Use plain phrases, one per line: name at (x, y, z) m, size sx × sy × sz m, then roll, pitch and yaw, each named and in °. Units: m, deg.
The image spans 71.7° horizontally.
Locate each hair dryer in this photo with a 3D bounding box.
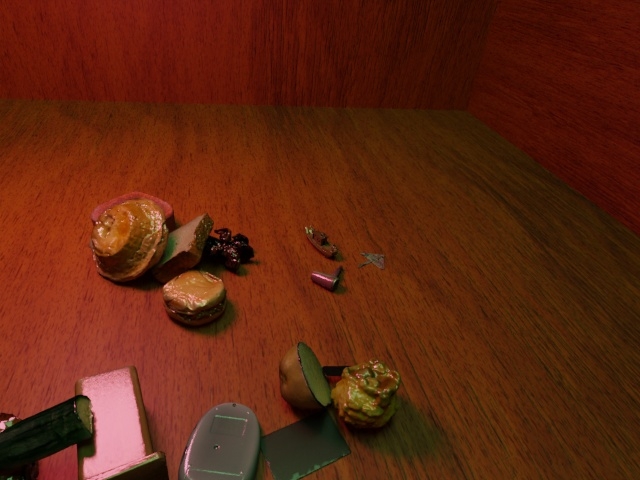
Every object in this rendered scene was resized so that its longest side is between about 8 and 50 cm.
hair dryer at (0.044, 0.134, 1.710) m, size 0.106 × 0.054 × 0.154 m, roll 22°, pitch 27°, yaw 28°

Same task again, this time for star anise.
star anise at (-0.368, 0.023, 1.719) m, size 0.220 × 0.126 × 0.190 m, roll 19°, pitch 40°, yaw 12°

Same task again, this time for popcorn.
popcorn at (0.126, 0.419, 1.218) m, size 0.197 × 0.156 × 0.198 m, roll -6°, pitch 36°, yaw 4°

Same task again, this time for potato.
potato at (-0.059, 0.397, 1.239) m, size 0.117 × 0.182 × 0.202 m, roll -27°, pitch 47°, yaw 6°

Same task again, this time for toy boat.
toy boat at (0.000, 0.000, 1.859) m, size 0.064 × 0.072 × 0.206 m, roll -16°, pitch 42°, yaw -32°

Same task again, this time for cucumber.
cucumber at (-0.609, 0.410, 0.941) m, size 0.243 × 0.063 × 0.115 m, roll -26°, pitch 35°, yaw -4°

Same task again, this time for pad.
pad at (-0.042, 0.533, 1.152) m, size 0.211 × 0.003 × 0.143 m, roll -13°, pitch 39°, yaw -26°

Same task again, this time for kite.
kite at (0.211, 0.084, 1.833) m, size 0.156 × 0.011 × 0.139 m, roll -21°, pitch 42°, yaw -35°

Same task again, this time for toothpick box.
toothpick box at (-0.474, 0.465, 1.027) m, size 0.190 × 0.188 × 0.308 m, roll -13°, pitch 36°, yaw -25°

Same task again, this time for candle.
candle at (-0.765, -0.114, 1.841) m, size 0.316 × 0.132 × 0.287 m, roll -2°, pitch 33°, yaw -15°

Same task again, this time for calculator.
calculator at (-0.244, 0.529, 1.086) m, size 0.185 × 0.042 × 0.299 m, roll 8°, pitch 33°, yaw 1°

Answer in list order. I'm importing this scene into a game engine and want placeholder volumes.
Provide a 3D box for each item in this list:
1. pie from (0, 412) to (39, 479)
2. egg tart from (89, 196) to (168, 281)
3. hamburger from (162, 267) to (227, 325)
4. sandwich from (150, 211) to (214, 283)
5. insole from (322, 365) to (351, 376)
pie at (-0.780, 0.524, 0.949) m, size 0.288 × 0.103 × 0.355 m, roll -8°, pitch 42°, yaw -21°
egg tart at (-0.704, -0.014, 1.583) m, size 0.340 × 0.129 × 0.342 m, roll -6°, pitch 72°, yaw 18°
hamburger at (-0.418, 0.189, 1.484) m, size 0.213 × 0.108 × 0.214 m, roll 6°, pitch 34°, yaw -4°
sandwich at (-0.506, 0.031, 1.636) m, size 0.226 × 0.087 × 0.251 m, roll -26°, pitch 30°, yaw 19°
insole at (0.072, 0.395, 1.328) m, size 0.152 × 0.002 × 0.053 m, roll 11°, pitch 29°, yaw -29°
